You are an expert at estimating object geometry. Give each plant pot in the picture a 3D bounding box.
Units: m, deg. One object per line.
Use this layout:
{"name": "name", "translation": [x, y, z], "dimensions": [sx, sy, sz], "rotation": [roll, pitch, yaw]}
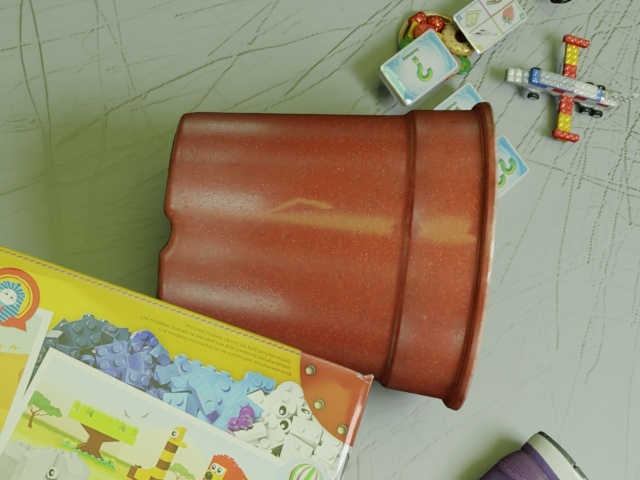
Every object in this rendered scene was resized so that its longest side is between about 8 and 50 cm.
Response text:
{"name": "plant pot", "translation": [0.000, 0.000, 1.123], "dimensions": [0.265, 0.272, 0.272], "rotation": [6, 70, -1]}

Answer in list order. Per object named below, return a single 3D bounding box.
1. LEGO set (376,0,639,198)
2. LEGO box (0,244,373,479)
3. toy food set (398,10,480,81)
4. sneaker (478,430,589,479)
{"name": "LEGO set", "translation": [0.203, -0.170, 1.307], "dimensions": [0.244, 0.060, 0.182], "rotation": [-38, 95, -22]}
{"name": "LEGO box", "translation": [-0.261, 0.206, 0.950], "dimensions": [0.500, 0.193, 0.373], "rotation": [19, 70, -7]}
{"name": "toy food set", "translation": [0.121, -0.202, 1.331], "dimensions": [0.083, 0.020, 0.083], "rotation": [24, 68, -3]}
{"name": "sneaker", "translation": [0.237, 0.321, 1.149], "dimensions": [0.124, 0.107, 0.283], "rotation": [-36, 78, -6]}
